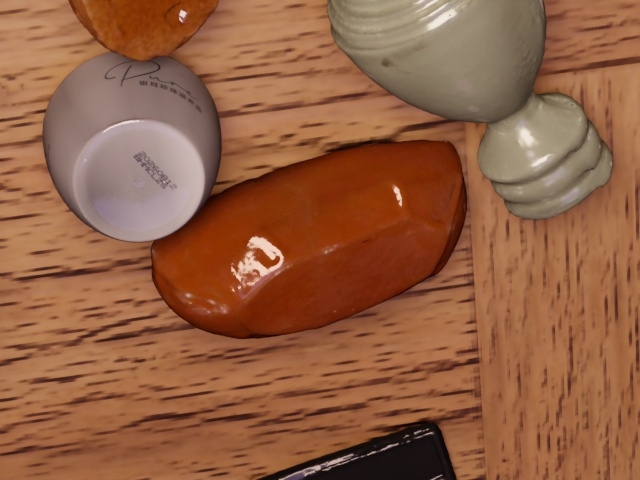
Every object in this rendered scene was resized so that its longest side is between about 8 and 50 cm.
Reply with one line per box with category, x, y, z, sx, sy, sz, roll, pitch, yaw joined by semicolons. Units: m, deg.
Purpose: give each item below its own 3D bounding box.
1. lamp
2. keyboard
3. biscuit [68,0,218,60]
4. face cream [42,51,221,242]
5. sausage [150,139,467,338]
lamp;0.078;-0.092;0.970;0.106;0.106;0.193;-33;122;5
keyboard;-0.039;0.176;1.099;0.250;0.017;0.087;-21;115;0
biscuit;-0.044;-0.187;0.914;0.192;0.036;0.186;-17;122;-27
face cream;-0.093;-0.046;0.957;0.091;0.095;0.091;-3;113;-7
sausage;0.000;0.000;0.999;0.179;0.089;0.089;-20;114;-11
